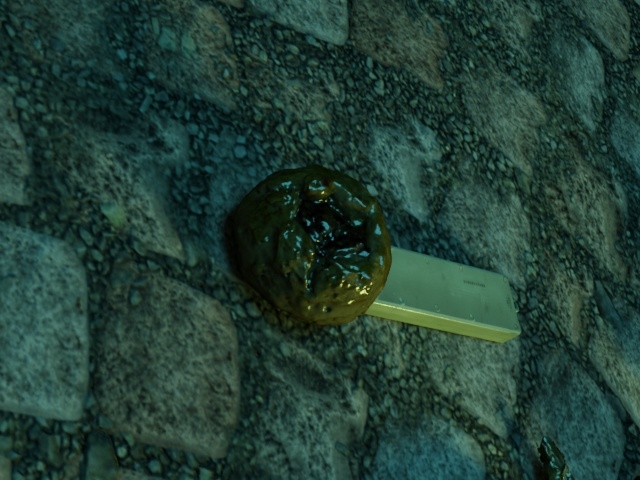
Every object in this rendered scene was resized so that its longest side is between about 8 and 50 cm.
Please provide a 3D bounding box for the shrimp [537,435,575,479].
[{"bbox_3d":[0.365,0.405,1.920,0.251,0.052,0.143,65,17,15],"label":"shrimp"}]

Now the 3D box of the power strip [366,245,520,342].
[{"bbox_3d":[0.163,0.075,1.954,0.367,0.043,0.106,15,55,-42],"label":"power strip"}]

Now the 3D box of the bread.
[{"bbox_3d":[0.000,0.000,1.745,0.230,0.123,0.230,18,53,-26],"label":"bread"}]

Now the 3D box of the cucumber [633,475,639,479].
[{"bbox_3d":[0.502,0.415,2.086,0.048,0.048,0.105,52,39,-7],"label":"cucumber"}]
